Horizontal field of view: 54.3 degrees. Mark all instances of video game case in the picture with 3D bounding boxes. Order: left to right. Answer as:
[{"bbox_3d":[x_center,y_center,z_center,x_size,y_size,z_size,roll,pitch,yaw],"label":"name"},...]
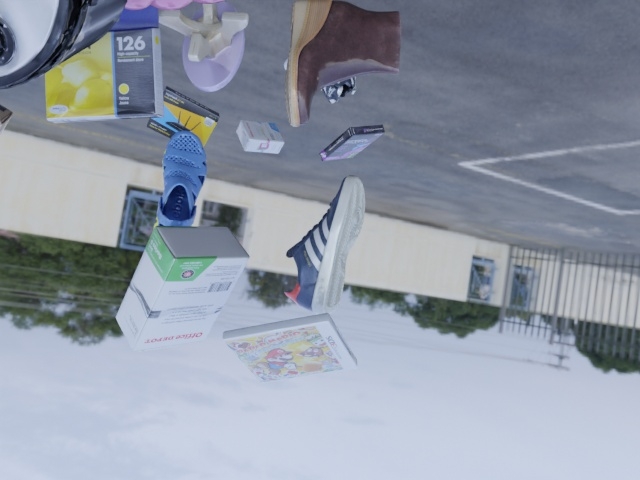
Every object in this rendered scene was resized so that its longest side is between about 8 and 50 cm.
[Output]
[{"bbox_3d":[-0.058,0.230,1.300,0.226,0.026,0.206,-12,140,15],"label":"video game case"}]

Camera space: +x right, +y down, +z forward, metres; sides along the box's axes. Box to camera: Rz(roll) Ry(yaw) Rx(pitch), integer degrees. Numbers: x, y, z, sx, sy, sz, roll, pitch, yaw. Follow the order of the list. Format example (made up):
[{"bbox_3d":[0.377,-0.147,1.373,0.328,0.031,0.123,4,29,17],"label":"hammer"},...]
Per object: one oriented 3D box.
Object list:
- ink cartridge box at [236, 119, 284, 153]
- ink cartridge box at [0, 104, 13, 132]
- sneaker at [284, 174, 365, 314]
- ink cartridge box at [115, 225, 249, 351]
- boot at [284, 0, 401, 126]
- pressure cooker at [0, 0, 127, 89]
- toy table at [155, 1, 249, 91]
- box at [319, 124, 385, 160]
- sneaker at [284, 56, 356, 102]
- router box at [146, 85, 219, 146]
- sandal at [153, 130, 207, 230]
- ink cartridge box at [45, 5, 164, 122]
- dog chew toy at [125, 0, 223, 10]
[{"bbox_3d":[-0.186,-0.317,1.908,0.122,0.089,0.052,0,140,-36],"label":"ink cartridge box"},{"bbox_3d":[-0.720,-0.189,1.148,0.193,0.235,0.088,33,-165,-22],"label":"ink cartridge box"},{"bbox_3d":[0.000,0.000,1.535,0.148,0.350,0.131,16,179,28],"label":"sneaker"},{"bbox_3d":[-0.331,0.112,1.480,0.211,0.289,0.121,0,-140,-47],"label":"ink cartridge box"},{"bbox_3d":[0.043,-0.318,1.129,0.206,0.249,0.090,6,171,-7],"label":"boot"},{"bbox_3d":[-0.500,-0.426,0.939,0.375,0.370,0.420,21,-153,-11],"label":"pressure cooker"},{"bbox_3d":[-0.309,-0.574,1.722,0.252,0.274,0.161,-6,166,4],"label":"toy table"},{"bbox_3d":[0.085,-0.266,1.705,0.116,0.029,0.162,-12,167,-34],"label":"box"},{"bbox_3d":[0.009,-0.501,1.939,0.234,0.153,0.094,2,153,-26],"label":"sneaker"},{"bbox_3d":[-0.414,-0.364,1.886,0.178,0.133,0.046,24,-160,-22],"label":"router box"},{"bbox_3d":[-0.366,-0.139,1.650,0.126,0.318,0.138,6,174,-14],"label":"sandal"},{"bbox_3d":[-0.573,-0.473,1.644,0.303,0.307,0.072,-2,-175,7],"label":"ink cartridge box"},{"bbox_3d":[-0.305,-0.572,1.285,0.331,0.207,0.206,-36,-155,-32],"label":"dog chew toy"}]
